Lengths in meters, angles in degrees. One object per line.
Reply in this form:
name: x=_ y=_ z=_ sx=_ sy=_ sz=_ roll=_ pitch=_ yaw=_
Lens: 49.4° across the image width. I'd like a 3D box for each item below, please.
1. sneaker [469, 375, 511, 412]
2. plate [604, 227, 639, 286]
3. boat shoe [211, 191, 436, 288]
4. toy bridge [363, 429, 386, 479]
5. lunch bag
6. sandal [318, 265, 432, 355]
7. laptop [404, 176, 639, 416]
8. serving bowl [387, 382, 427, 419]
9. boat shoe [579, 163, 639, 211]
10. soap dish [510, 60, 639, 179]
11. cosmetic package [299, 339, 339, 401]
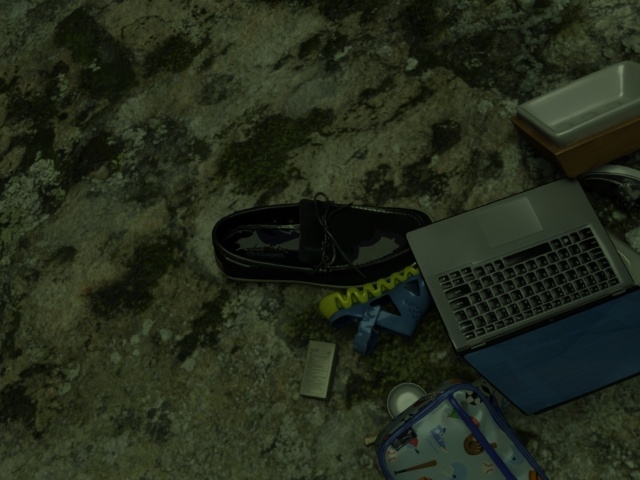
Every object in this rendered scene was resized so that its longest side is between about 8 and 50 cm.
sneaker: x=0.294 y=0.312 z=1.325 sx=0.237 sy=0.086 sz=0.085 roll=-39 pitch=63 yaw=-7
plate: x=0.491 y=0.061 z=1.410 sx=0.278 sy=0.045 sz=0.277 roll=-42 pitch=65 yaw=-8
boat shoe: x=0.000 y=0.000 z=1.487 sx=0.500 sy=0.156 sz=0.186 roll=-3 pitch=65 yaw=10
toy bridge: x=0.142 y=0.452 z=1.331 sx=0.063 sy=0.026 sz=0.188 roll=-22 pitch=64 yaw=0
lunch bag: x=0.253 y=0.401 z=1.222 sx=0.243 sy=0.115 sz=0.303 roll=-36 pitch=87 yaw=-3
sandal: x=0.162 y=0.137 z=1.417 sx=0.317 sy=0.126 sz=0.138 roll=-23 pitch=68 yaw=11
laptop: x=0.413 y=0.066 z=1.234 sx=0.382 sy=0.236 sz=0.408 roll=-19 pitch=71 yaw=-8
serving bowl: x=0.175 y=0.325 z=1.377 sx=0.083 sy=0.027 sz=0.083 roll=-5 pitch=66 yaw=11
boat shoe: x=0.645 y=-0.092 z=1.427 sx=0.228 sy=0.080 sz=0.076 roll=19 pitch=71 yaw=11
soap dish: x=0.575 y=-0.251 z=1.439 sx=0.291 sy=0.118 sz=0.229 roll=-23 pitch=28 yaw=2
cosmetic package: x=-0.002 y=0.268 z=1.433 sx=0.060 sy=0.041 sz=0.115 roll=7 pitch=69 yaw=16
